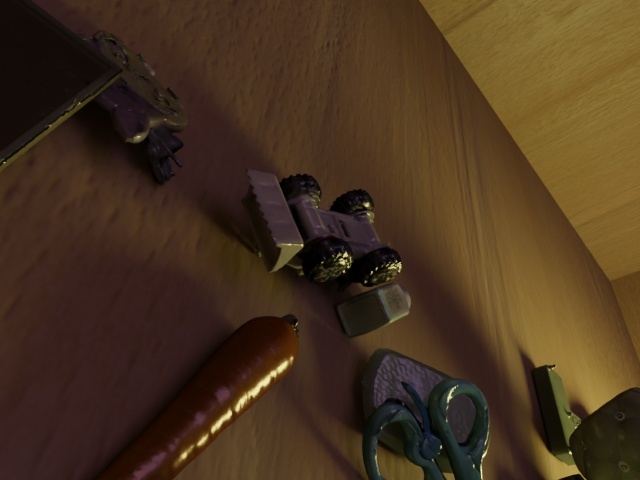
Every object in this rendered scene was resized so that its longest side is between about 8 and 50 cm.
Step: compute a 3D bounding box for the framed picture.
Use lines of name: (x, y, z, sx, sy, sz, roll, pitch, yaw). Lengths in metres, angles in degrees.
framed picture: (-0.288, -0.137, 0.421, 0.184, 0.016, 0.250, 36, 39, -15)

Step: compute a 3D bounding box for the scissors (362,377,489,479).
scissors: (0.181, 0.349, 0.712, 0.392, 0.180, 0.032, 66, -16, -12)

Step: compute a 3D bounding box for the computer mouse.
computer mouse: (0.140, 0.241, 0.768, 0.231, 0.079, 0.128, 32, 48, -20)

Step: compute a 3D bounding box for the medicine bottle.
medicine bottle: (0.085, 0.095, 0.797, 0.118, 0.074, 0.055, -7, 72, -58)

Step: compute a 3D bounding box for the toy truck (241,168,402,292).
toy truck: (0.000, 0.000, 0.709, 0.286, 0.111, 0.136, 14, 45, -50)

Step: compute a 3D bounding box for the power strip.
power strip: (0.572, 0.414, 1.303, 0.145, 0.061, 0.215, 39, 38, -33)

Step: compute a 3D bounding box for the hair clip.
hair clip: (-0.199, -0.149, 0.583, 0.187, 0.056, 0.146, 57, 23, -3)

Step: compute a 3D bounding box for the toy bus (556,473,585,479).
toy bus: (0.549, 0.581, 1.111, 0.261, 0.091, 0.109, 53, 20, -18)

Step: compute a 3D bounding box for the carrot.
carrot: (-0.100, 0.147, 0.486, 0.069, 0.069, 0.336, 59, 33, -6)

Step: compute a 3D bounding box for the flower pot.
flower pot: (0.628, 0.418, 1.093, 0.246, 0.246, 0.195, 20, 27, -50)
